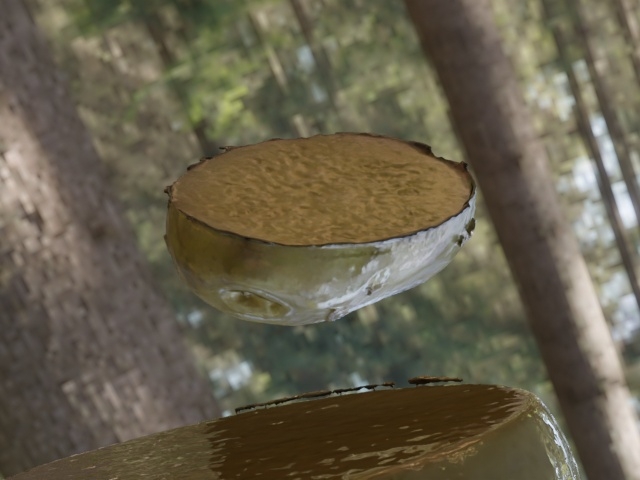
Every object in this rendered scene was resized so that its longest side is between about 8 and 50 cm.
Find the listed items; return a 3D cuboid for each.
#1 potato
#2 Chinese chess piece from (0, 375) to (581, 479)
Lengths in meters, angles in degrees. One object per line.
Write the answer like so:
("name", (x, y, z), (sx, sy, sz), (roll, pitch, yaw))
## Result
("potato", (0.000, 0.000, 1.162), (0.200, 0.081, 0.164), (-16, -148, -42))
("Chinese chess piece", (-0.022, 0.125, 0.739), (0.250, 0.097, 0.251), (-13, -177, 1))
